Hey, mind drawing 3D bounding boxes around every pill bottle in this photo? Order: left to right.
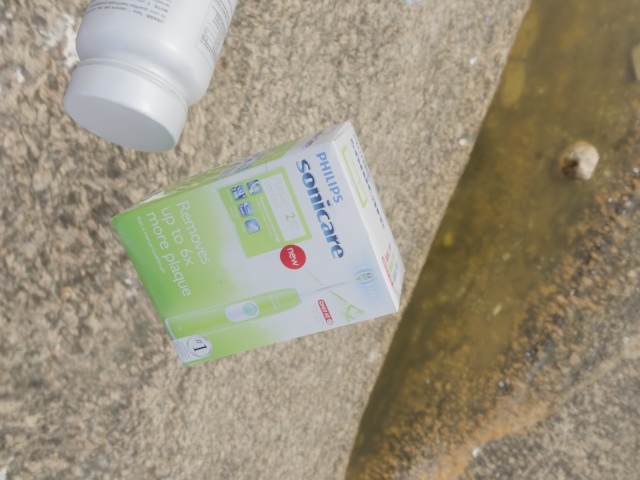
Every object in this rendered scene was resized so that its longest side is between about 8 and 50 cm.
[{"bbox_3d":[-0.199,-0.263,0.772,0.160,0.160,0.283,27,69,-36],"label":"pill bottle"}]

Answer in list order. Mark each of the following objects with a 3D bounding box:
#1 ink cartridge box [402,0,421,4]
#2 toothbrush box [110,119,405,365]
[{"bbox_3d":[0.153,-0.606,1.240,0.235,0.056,0.171,38,50,-62],"label":"ink cartridge box"},{"bbox_3d":[-0.067,0.007,0.755,0.283,0.122,0.206,-16,107,17],"label":"toothbrush box"}]
